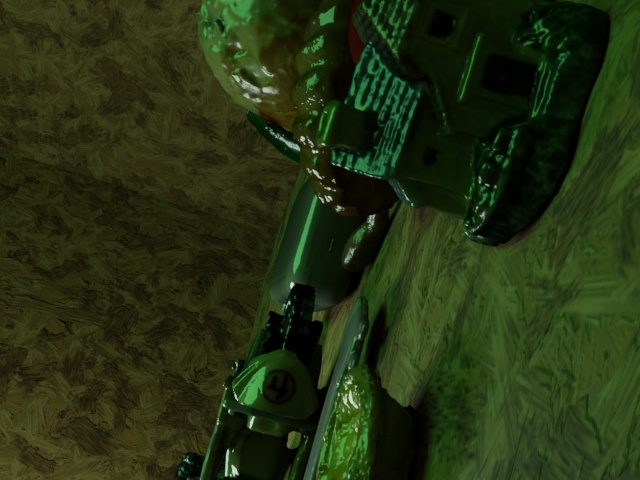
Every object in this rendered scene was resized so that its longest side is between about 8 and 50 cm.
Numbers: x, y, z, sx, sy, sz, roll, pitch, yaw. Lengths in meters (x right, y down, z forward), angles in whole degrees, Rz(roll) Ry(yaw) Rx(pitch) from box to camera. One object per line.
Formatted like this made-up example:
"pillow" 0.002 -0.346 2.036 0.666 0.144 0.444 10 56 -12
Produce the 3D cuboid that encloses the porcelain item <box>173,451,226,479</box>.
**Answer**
"porcelain item" -0.191 0.524 1.762 0.138 0.186 0.288 143 143 -77

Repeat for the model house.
"model house" 0.103 -0.117 0.842 0.195 0.189 0.214 -100 29 -82

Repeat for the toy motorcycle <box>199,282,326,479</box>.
"toy motorcycle" -0.077 0.273 1.543 0.237 0.169 0.410 -71 -4 -60

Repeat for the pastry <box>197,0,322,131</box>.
"pastry" 0.002 -0.347 1.616 0.388 0.312 0.388 -33 -29 -21

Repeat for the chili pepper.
"chili pepper" -0.029 -0.293 2.300 0.233 0.257 0.248 -61 5 0

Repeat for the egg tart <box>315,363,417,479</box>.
"egg tart" 0.044 0.217 0.972 0.191 0.074 0.191 -163 90 -83

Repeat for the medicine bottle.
"medicine bottle" 0.000 0.000 1.765 0.375 0.123 0.282 139 146 -81

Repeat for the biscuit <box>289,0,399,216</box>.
"biscuit" 0.057 -0.190 1.254 0.326 0.107 0.325 -37 -46 -51

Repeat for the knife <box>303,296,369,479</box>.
"knife" 0.010 0.269 1.327 0.132 0.038 0.398 -98 25 -81

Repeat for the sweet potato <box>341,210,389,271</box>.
"sweet potato" 0.073 -0.023 1.487 0.214 0.050 0.050 110 174 -45

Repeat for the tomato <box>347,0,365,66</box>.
"tomato" 0.130 -0.260 1.045 0.260 0.180 0.259 -160 90 -85
